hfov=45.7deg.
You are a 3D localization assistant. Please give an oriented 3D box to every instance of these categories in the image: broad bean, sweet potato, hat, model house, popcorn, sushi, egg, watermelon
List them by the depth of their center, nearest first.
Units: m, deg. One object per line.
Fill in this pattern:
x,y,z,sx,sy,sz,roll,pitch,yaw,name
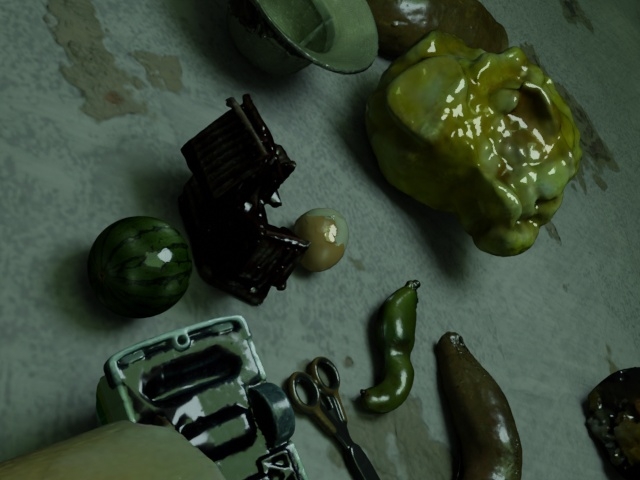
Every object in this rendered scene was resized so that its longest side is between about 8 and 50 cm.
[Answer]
-0.168,0.023,0.729,0.109,0.109,0.109,26,48,-32,watermelon
-0.071,-0.042,0.828,0.141,0.164,0.203,-11,74,-44,model house
0.000,0.000,0.944,0.071,0.071,0.083,25,52,-33,egg
0.094,0.132,0.968,0.070,0.048,0.213,40,44,-20,broad bean
0.203,0.245,0.974,0.112,0.085,0.285,22,49,-30,sweet potato
-0.052,-0.305,1.051,0.257,0.130,0.257,26,47,-32,hat
0.227,-0.151,1.173,0.334,0.293,0.292,31,78,12,popcorn
0.571,0.305,1.229,0.204,0.200,0.213,19,51,-42,sushi
0.192,-0.386,1.349,0.370,0.158,0.157,1,64,-47,sweet potato

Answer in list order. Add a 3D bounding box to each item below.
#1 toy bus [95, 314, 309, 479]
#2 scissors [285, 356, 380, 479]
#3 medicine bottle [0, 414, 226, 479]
-0.089,0.219,0.625,0.134,0.165,0.276,-15,74,-35,toy bus
0.035,0.238,0.859,0.088,0.017,0.220,-26,84,-54,scissors
-0.235,0.262,0.383,0.406,0.236,0.235,-11,73,-47,medicine bottle
